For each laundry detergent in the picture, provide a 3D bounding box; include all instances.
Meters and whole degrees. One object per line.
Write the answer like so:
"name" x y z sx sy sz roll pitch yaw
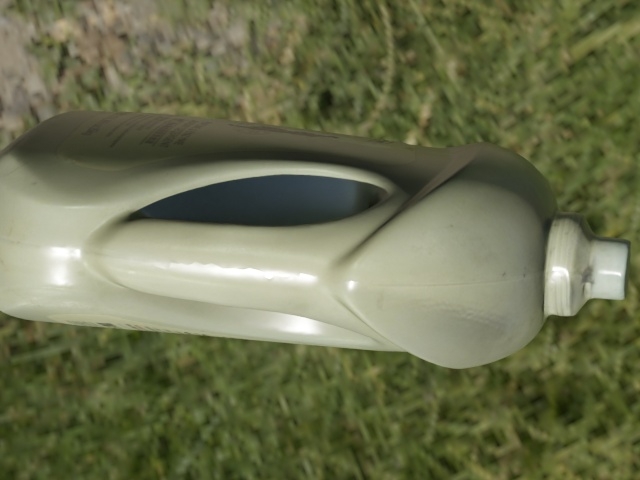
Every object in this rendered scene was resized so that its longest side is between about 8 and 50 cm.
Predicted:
"laundry detergent" 0.000 0.000 0.800 0.253 0.181 0.091 6 97 14
